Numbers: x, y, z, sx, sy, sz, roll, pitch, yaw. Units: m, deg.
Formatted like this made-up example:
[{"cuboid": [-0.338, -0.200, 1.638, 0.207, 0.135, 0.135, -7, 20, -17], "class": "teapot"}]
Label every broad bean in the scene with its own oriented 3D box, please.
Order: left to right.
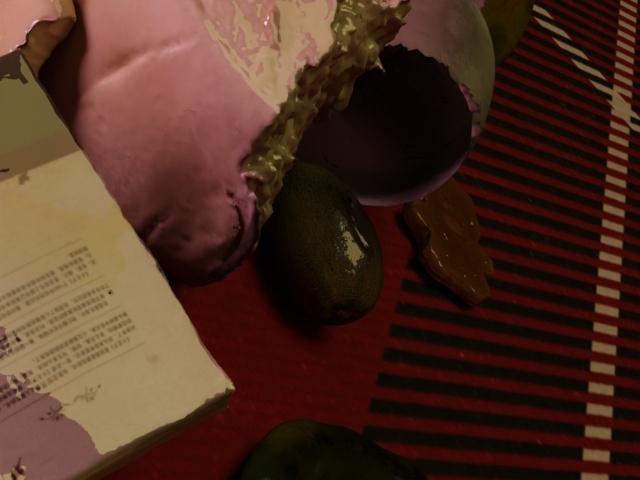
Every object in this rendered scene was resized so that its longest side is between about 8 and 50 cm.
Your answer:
[{"cuboid": [0.009, 0.206, 1.397, 0.292, 0.049, 0.144, -13, 76, -59], "class": "broad bean"}]

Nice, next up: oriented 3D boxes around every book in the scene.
[{"cuboid": [-0.208, 0.028, 1.169, 0.201, 0.026, 0.289, -27, 83, -31], "class": "book"}]

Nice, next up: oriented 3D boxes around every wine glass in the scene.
[{"cuboid": [0.060, -0.182, 1.730, 0.238, 0.238, 0.323, 41, 26, -24], "class": "wine glass"}]

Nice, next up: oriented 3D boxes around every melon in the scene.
[{"cuboid": [0.000, 0.000, 1.562, 0.099, 0.099, 0.162, 19, 42, -49], "class": "melon"}]

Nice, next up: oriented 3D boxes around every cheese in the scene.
[{"cuboid": [-0.261, -0.229, 1.333, 0.050, 0.127, 0.255, 29, 47, -74], "class": "cheese"}]

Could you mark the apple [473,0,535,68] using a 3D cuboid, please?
[{"cuboid": [0.120, -0.286, 1.993, 0.246, 0.246, 0.226, 39, 47, -26], "class": "apple"}]

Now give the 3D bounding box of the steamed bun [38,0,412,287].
[{"cuboid": [-0.086, -0.119, 1.372, 0.273, 0.290, 0.272, 24, 41, -14], "class": "steamed bun"}]

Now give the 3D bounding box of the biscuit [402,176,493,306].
[{"cuboid": [0.129, -0.010, 1.855, 0.133, 0.027, 0.184, 27, 36, -41], "class": "biscuit"}]

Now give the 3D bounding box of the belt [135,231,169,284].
[{"cuboid": [-0.180, 0.018, 1.271, 0.163, 0.082, 0.147, 36, 28, -33], "class": "belt"}]
